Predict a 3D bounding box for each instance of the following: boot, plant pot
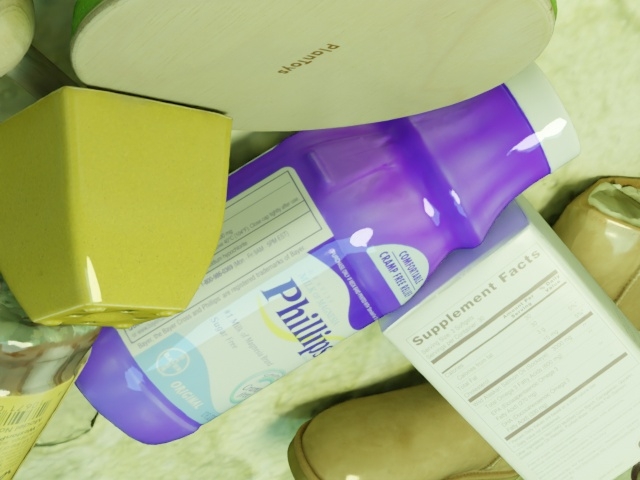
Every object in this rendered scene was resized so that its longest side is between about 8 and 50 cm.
[{"bbox_3d":[0.124,0.071,0.868,0.236,0.089,0.269,-2,136,-41],"label":"boot"},{"bbox_3d":[-0.089,-0.008,0.514,0.081,0.083,0.081,8,163,-40],"label":"plant pot"}]

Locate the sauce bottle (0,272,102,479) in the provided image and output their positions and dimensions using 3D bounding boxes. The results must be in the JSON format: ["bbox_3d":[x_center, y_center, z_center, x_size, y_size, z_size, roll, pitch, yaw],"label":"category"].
[{"bbox_3d":[-0.220,0.120,0.630,0.111,0.111,0.344,4,134,-41],"label":"sauce bottle"}]

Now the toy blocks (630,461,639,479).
[{"bbox_3d":[0.319,0.294,1.169,0.260,0.309,0.289,-58,171,-55],"label":"toy blocks"}]

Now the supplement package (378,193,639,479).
[{"bbox_3d":[0.121,0.056,0.745,0.105,0.105,0.179,-38,114,12],"label":"supplement package"}]

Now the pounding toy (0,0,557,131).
[{"bbox_3d":[-0.030,-0.117,0.492,0.236,0.110,0.183,-9,167,23],"label":"pounding toy"}]

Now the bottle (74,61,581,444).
[{"bbox_3d":[0.000,0.000,0.655,0.283,0.092,0.118,-31,148,2],"label":"bottle"}]
